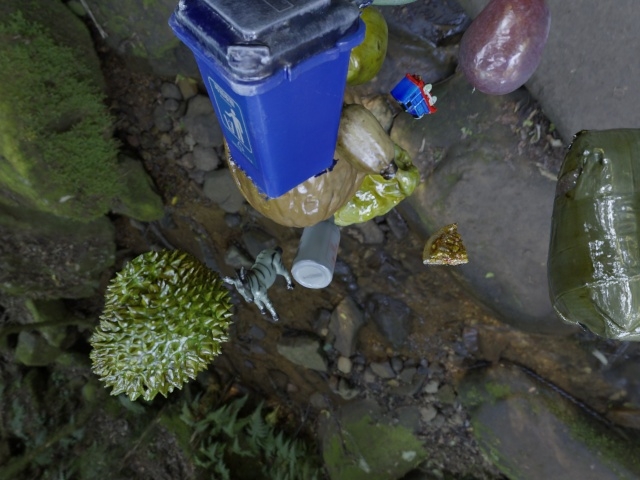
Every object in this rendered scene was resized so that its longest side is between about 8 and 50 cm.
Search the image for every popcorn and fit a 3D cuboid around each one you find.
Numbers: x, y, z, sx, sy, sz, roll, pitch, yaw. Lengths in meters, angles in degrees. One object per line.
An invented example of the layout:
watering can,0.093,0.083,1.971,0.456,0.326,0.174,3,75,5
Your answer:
popcorn,0.155,-0.179,1.465,0.334,0.293,0.293,-39,137,17

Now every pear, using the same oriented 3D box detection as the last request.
pear,0.088,-0.628,1.424,0.268,0.321,0.269,2,132,2

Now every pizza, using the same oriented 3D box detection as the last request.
pizza,0.374,0.024,1.298,0.131,0.178,0.041,47,159,28

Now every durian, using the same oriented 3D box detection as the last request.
durian,-0.238,0.132,0.665,0.237,0.200,0.177,-43,64,31

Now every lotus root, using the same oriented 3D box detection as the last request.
lotus root,0.053,-0.147,0.625,0.072,0.063,0.152,-31,105,28

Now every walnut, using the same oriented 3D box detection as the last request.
walnut,-0.044,-0.184,0.896,0.332,0.333,0.333,20,138,20

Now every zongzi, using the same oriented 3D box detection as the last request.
zongzi,0.511,-0.003,0.843,0.174,0.357,0.393,-2,172,13

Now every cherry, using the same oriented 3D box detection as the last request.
cherry,0.503,-0.543,1.218,0.220,0.261,0.308,18,132,0

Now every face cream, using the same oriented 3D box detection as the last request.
face cream,0.000,0.000,1.143,0.101,0.252,0.101,7,134,8

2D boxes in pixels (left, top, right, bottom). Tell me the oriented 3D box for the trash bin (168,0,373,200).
trash bin,-0.046,-0.181,0.525,0.162,0.184,0.235,47,158,26

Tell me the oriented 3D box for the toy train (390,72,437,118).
toy train,0.346,-0.518,1.624,0.083,0.131,0.204,51,-167,28

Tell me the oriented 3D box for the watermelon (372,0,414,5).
watermelon,0.193,-0.725,1.143,0.283,0.292,0.251,52,156,43

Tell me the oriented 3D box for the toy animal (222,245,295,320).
toy animal,-0.129,0.079,0.976,0.073,0.217,0.176,-3,129,22
